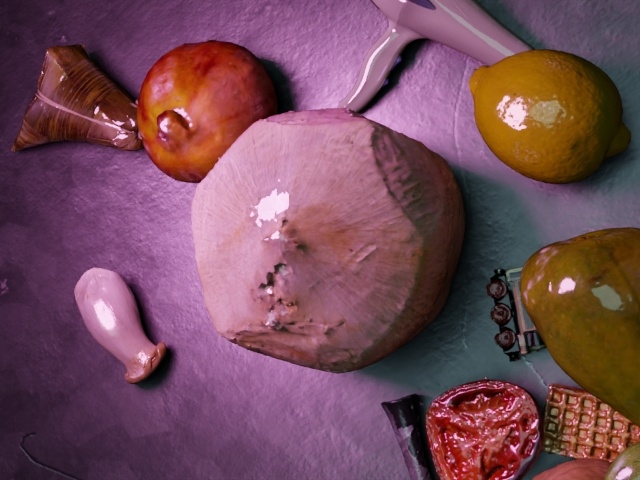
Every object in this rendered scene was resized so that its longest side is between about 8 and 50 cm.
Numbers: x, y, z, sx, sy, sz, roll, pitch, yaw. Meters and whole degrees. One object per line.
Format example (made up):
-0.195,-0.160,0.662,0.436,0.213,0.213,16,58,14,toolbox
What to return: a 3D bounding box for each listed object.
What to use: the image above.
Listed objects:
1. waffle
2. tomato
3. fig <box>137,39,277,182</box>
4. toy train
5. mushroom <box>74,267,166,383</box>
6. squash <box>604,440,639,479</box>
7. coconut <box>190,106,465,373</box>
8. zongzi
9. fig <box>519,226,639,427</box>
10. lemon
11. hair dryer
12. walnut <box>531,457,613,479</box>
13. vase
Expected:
0.389,0.265,1.431,0.148,0.042,0.103,9,88,22,waffle
0.248,0.286,1.464,0.174,0.082,0.166,-22,73,23,tomato
-0.190,-0.201,1.616,0.224,0.224,0.263,1,49,22,fig
0.293,0.106,1.482,0.087,0.050,0.138,-11,81,17,toy train
-0.341,0.141,1.710,0.097,0.088,0.212,-34,77,-18,mushroom
0.546,0.287,1.274,0.394,0.107,0.107,1,84,-7,squash
0.000,0.000,1.441,0.404,0.404,0.405,-2,84,21,coconut
-0.415,-0.183,1.775,0.247,0.111,0.241,41,118,14,zongzi
0.419,0.121,1.371,0.233,0.233,0.314,-35,106,15,fig
0.317,-0.179,1.432,0.248,0.184,0.184,26,94,18,lemon
0.176,-0.285,1.558,0.295,0.119,0.298,17,107,18,hair dryer
0.366,0.406,1.342,0.228,0.228,0.228,-2,84,21,walnut
0.141,0.317,1.516,0.059,0.059,0.167,-20,78,19,vase
